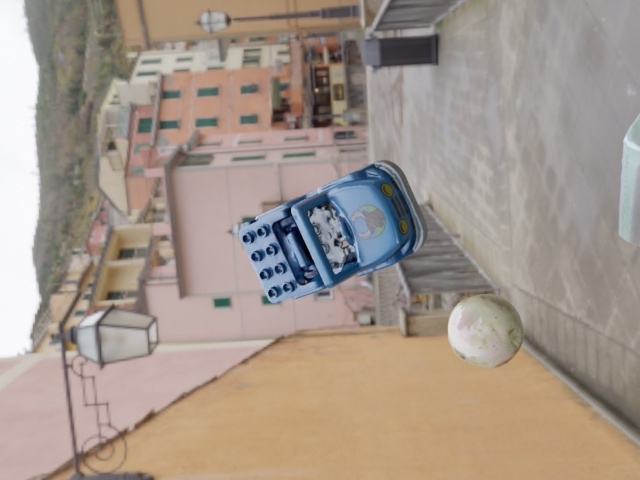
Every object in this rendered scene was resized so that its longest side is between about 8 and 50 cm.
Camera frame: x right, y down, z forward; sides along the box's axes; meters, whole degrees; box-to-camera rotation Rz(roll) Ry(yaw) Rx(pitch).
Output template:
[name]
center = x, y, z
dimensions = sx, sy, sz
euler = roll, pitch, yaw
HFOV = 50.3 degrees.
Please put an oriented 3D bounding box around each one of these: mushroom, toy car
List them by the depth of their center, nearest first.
[toy car]
center = 0.000, 0.000, 0.672
dimensions = 0.100, 0.191, 0.097
euler = -31, -82, -58
[mushroom]
center = 0.183, 0.100, 0.758
dimensions = 0.067, 0.084, 0.083
euler = 27, -122, -70

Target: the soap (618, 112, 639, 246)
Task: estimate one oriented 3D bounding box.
[soap]
center = 0.316, -0.051, 0.555
dimensions = 0.091, 0.145, 0.230
euler = 38, 172, 32
